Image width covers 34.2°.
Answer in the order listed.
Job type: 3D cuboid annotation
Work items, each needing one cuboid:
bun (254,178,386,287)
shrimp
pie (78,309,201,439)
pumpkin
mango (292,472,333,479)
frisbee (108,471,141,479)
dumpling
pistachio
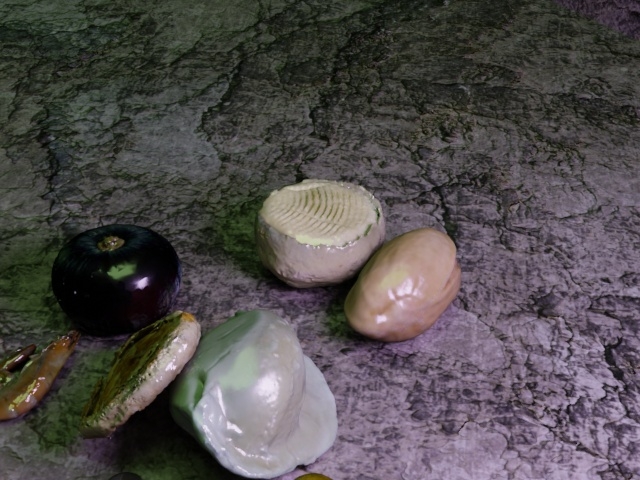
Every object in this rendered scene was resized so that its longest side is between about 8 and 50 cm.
[{"bbox_3d":[0.000,0.000,1.989,0.259,0.152,0.259,3,35,-2],"label":"bun"},{"bbox_3d":[-0.504,0.224,1.794,0.133,0.053,0.236,-1,36,33],"label":"shrimp"},{"bbox_3d":[-0.292,0.210,1.671,0.274,0.055,0.274,-40,16,14],"label":"pie"},{"bbox_3d":[-0.372,0.067,1.894,0.233,0.163,0.233,0,35,0],"label":"pumpkin"},{"bbox_3d":[0.029,0.427,1.461,0.146,0.129,0.289,-27,37,-28],"label":"mango"},{"bbox_3d":[-0.287,0.437,1.536,0.187,0.012,0.211,-31,48,-33],"label":"frisbee"},{"bbox_3d":[-0.109,0.229,1.647,0.270,0.211,0.320,21,53,21],"label":"dumpling"},{"bbox_3d":[0.154,0.080,1.880,0.182,0.162,0.293,-4,30,38],"label":"pistachio"}]
